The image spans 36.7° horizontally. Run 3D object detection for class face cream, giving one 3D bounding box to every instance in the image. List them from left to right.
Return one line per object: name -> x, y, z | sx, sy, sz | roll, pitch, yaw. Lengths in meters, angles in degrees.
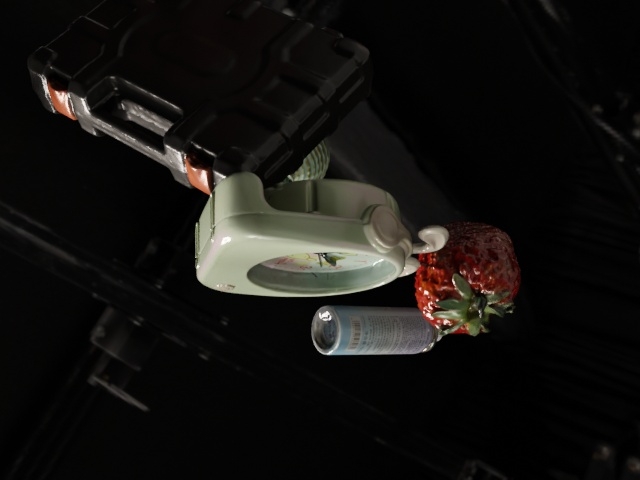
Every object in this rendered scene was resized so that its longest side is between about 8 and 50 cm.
face cream -> 0.097, 0.139, 1.485 | 0.229, 0.075, 0.075 | 5, -79, -37

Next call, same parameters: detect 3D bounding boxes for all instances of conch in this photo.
conch -> -0.043, -0.124, 1.282 | 0.102, 0.153, 0.135 | -39, -78, -10

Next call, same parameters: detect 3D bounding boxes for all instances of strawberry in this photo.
strawberry -> 0.169, 0.034, 1.137 | 0.131, 0.131, 0.148 | 19, -128, -47

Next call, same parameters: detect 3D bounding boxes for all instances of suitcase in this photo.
suitcase -> -0.115, -0.156, 0.918 | 0.206, 0.285, 0.066 | -48, -29, -27

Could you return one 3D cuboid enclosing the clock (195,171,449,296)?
clock -> 0.000, 0.000, 0.775 | 0.190, 0.151, 0.062 | 3, -110, -16
